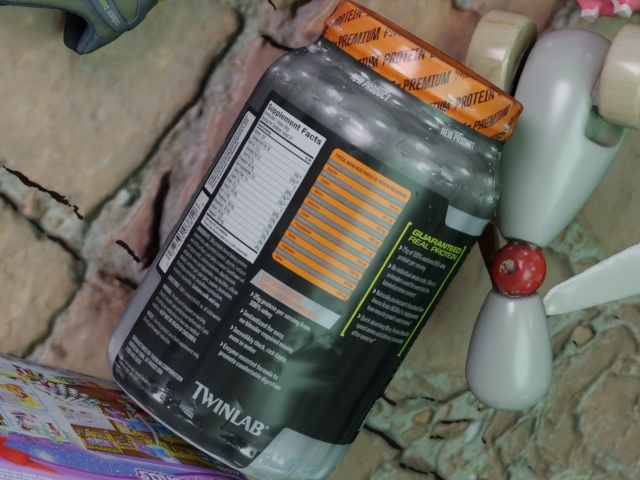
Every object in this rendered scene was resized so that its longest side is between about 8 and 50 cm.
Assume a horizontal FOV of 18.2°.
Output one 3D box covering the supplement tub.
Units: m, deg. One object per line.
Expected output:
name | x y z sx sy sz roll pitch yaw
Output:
supplement tub | 0.000 0.000 1.528 0.207 0.207 0.338 25 100 -37

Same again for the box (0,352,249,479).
box | -0.193 0.159 1.501 0.293 0.201 0.057 18 104 -35

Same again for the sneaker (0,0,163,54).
sneaker | -0.211 -0.228 1.352 0.121 0.111 0.300 -48 126 5

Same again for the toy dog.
toy dog | 0.190 -0.041 1.652 0.334 0.220 0.161 -60 159 18

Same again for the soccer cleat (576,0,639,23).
soccer cleat | 0.187 -0.275 1.587 0.248 0.083 0.095 43 60 -33
